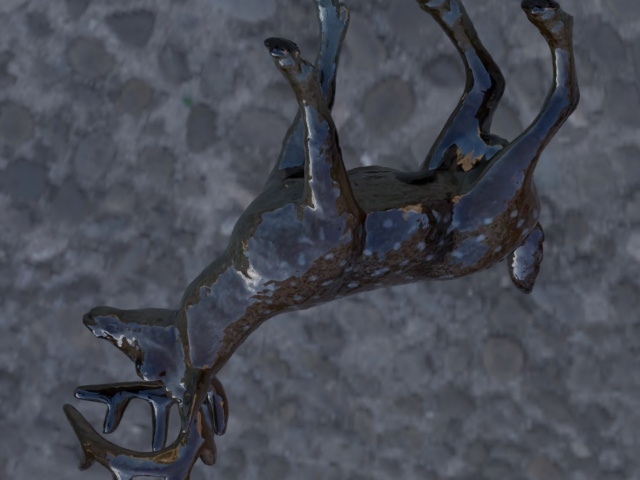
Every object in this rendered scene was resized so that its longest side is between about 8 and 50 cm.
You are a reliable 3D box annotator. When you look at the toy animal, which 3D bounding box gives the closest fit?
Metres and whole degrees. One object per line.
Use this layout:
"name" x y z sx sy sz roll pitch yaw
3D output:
"toy animal" 0.004 0.011 0.711 0.244 0.087 0.260 -4 124 -15
